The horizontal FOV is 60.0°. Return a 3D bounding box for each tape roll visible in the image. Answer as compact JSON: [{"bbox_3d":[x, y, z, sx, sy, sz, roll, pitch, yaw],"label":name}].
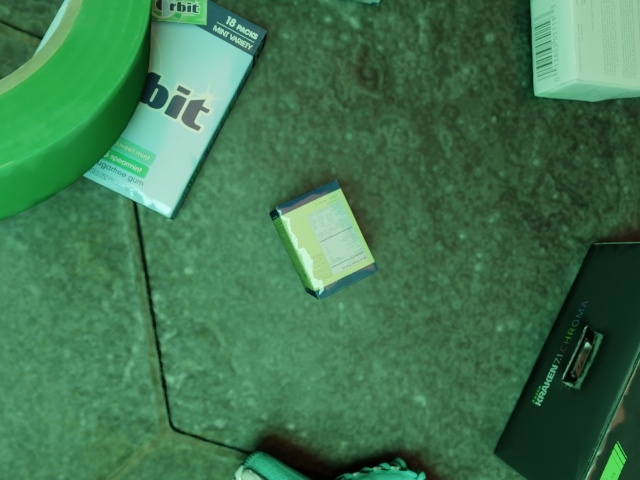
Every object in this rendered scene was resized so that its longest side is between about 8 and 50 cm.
[{"bbox_3d":[-0.277,-0.162,0.358,0.322,0.077,0.320,5,72,-17],"label":"tape roll"}]

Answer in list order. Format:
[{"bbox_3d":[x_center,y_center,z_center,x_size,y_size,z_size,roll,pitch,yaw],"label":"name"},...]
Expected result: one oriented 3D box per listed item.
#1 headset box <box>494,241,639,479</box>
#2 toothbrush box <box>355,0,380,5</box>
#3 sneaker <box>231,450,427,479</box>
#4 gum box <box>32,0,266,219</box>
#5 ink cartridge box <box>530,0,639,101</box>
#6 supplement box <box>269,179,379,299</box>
[{"bbox_3d":[0.340,0.161,0.516,0.283,0.131,0.246,29,85,-8],"label":"headset box"},{"bbox_3d":[-0.020,-0.382,0.462,0.217,0.126,0.295,8,87,-9],"label":"toothbrush box"},{"bbox_3d":[0.049,0.248,0.499,0.275,0.107,0.109,29,66,-13],"label":"sneaker"},{"bbox_3d":[-0.158,-0.134,0.479,0.157,0.041,0.184,26,86,-7],"label":"gum box"},{"bbox_3d":[0.311,-0.235,0.565,0.225,0.056,0.180,-3,90,-28],"label":"ink cartridge box"},{"bbox_3d":[0.000,0.000,0.484,0.056,0.083,0.083,-25,93,-8],"label":"supplement box"}]
